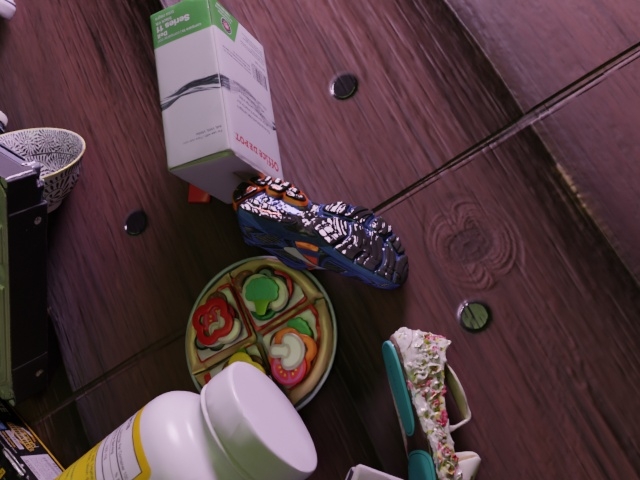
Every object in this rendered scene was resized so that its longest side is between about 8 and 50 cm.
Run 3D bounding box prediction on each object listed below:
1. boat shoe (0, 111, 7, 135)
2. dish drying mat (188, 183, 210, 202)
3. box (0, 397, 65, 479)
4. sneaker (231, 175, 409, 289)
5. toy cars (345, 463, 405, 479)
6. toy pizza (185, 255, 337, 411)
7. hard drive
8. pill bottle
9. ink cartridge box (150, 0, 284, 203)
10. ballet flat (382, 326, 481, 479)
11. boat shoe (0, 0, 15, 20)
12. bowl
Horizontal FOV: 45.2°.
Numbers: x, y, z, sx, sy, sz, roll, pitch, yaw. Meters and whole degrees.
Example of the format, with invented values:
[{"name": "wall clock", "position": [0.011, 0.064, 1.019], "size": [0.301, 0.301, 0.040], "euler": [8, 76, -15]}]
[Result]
[{"name": "boat shoe", "position": [-0.584, -0.138, 1.146], "size": [0.254, 0.095, 0.079], "euler": [-6, 64, 11]}, {"name": "dish drying mat", "position": [-0.155, -0.089, 1.010], "size": [0.032, 0.008, 0.083], "euler": [-1, 76, 20]}, {"name": "box", "position": [-0.496, 0.365, 0.996], "size": [0.257, 0.079, 0.322], "euler": [38, 92, 23]}, {"name": "sneaker", "position": [0.000, 0.000, 0.896], "size": [0.221, 0.087, 0.083], "euler": [26, 52, 12]}, {"name": "toy cars", "position": [0.067, 0.408, 0.724], "size": [0.176, 0.087, 0.394], "euler": [-18, 85, -11]}, {"name": "toy pizza", "position": [-0.077, 0.115, 0.917], "size": [0.201, 0.032, 0.201], "euler": [-5, 75, 20]}, {"name": "hard drive", "position": [-0.442, 0.018, 0.966], "size": [0.237, 0.064, 0.339], "euler": [29, 124, 24]}, {"name": "pill bottle", "position": [-0.174, 0.286, 0.828], "size": [0.334, 0.188, 0.188], "euler": [-39, 67, 9]}, {"name": "ink cartridge box", "position": [-0.123, -0.165, 0.937], "size": [0.086, 0.153, 0.208], "euler": [-16, 71, 18]}, {"name": "ballet flat", "position": [0.124, 0.205, 0.795], "size": [0.077, 0.091, 0.241], "euler": [-6, 77, -14]}, {"name": "boat shoe", "position": [-0.551, -0.434, 1.206], "size": [0.267, 0.096, 0.088], "euler": [39, 97, 33]}, {"name": "bowl", "position": [-0.399, -0.082, 1.049], "size": [0.170, 0.170, 0.080], "euler": [12, 126, 23]}]
